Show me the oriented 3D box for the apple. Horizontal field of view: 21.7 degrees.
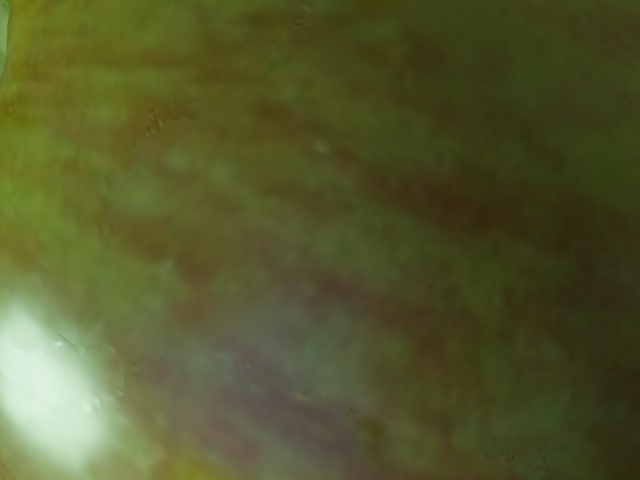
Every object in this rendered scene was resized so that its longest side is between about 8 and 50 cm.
[{"bbox_3d":[0.000,0.000,0.669,0.346,0.391,0.391,25,126,-20],"label":"apple"}]
